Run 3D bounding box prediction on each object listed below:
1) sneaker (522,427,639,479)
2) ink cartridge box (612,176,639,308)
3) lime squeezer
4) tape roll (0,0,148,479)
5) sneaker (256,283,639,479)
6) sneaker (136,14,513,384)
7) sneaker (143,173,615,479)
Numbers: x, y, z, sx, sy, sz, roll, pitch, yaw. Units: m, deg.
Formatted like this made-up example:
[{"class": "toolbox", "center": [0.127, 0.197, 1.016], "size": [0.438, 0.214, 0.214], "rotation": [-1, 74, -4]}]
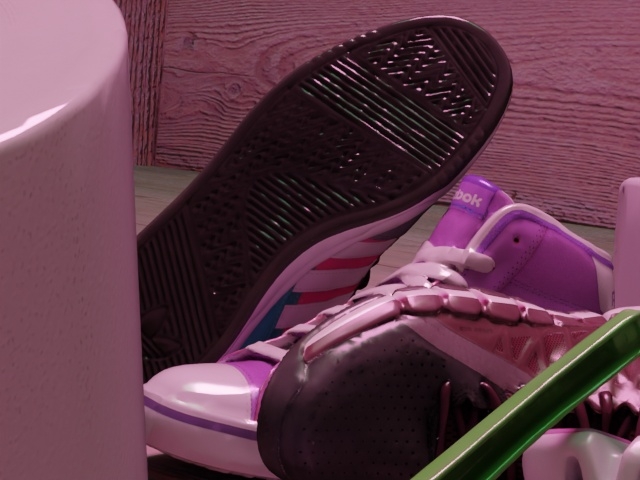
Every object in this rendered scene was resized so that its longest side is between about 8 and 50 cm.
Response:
[{"class": "sneaker", "center": [0.162, 0.116, 0.515], "size": [0.236, 0.105, 0.095], "rotation": [-2, -18, 40]}, {"class": "ink cartridge box", "center": [0.412, 0.056, 1.114], "size": [0.394, 0.166, 0.285], "rotation": [-1, 8, -43]}, {"class": "lime squeezer", "center": [0.010, 0.104, 0.454], "size": [0.110, 0.059, 0.310], "rotation": [-33, 12, 30]}, {"class": "tape roll", "center": [-0.164, 0.032, 0.423], "size": [0.246, 0.169, 0.246], "rotation": [0, 23, 0]}, {"class": "sneaker", "center": [0.123, 0.090, 0.834], "size": [0.281, 0.106, 0.162], "rotation": [-4, 20, -29]}, {"class": "sneaker", "center": [0.000, 0.000, 1.041], "size": [0.124, 0.295, 0.178], "rotation": [51, 3, 15]}, {"class": "sneaker", "center": [0.034, 0.042, 0.938], "size": [0.282, 0.161, 0.102], "rotation": [1, 8, -29]}]
